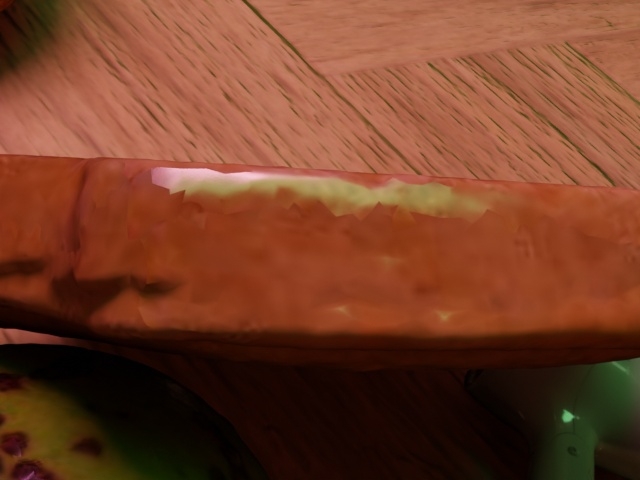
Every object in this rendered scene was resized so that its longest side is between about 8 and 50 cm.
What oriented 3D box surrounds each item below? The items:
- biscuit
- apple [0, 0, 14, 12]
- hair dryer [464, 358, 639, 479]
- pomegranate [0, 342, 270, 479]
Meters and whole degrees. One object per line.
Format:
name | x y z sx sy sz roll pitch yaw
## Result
biscuit | 0.000 0.001 0.557 0.350 0.078 0.455 0 2 7
apple | -0.311 -0.292 0.764 0.400 0.333 0.400 11 38 -9
hair dryer | 0.149 0.147 0.649 0.206 0.075 0.237 29 44 2
pomegranate | -0.092 0.151 0.417 0.211 0.211 0.263 -32 89 -47
